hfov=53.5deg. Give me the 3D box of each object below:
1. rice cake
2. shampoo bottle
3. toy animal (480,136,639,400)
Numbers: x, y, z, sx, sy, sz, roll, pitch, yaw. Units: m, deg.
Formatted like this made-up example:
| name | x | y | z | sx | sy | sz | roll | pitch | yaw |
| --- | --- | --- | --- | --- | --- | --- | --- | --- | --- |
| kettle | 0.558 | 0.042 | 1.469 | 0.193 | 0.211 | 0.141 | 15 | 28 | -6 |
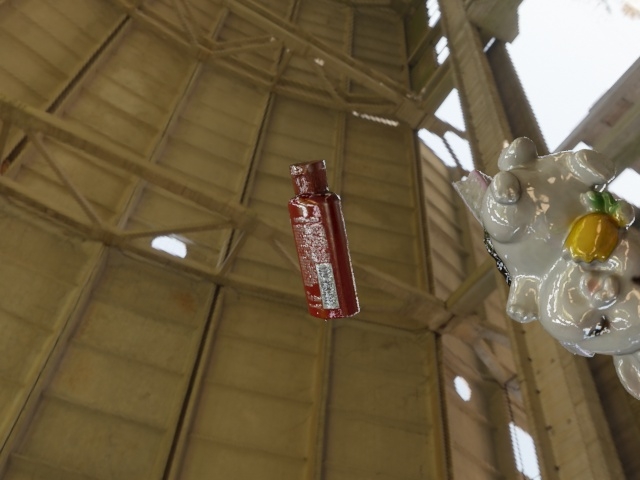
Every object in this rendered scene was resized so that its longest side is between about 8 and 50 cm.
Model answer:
| name | x | y | z | sx | sy | sz | roll | pitch | yaw |
| --- | --- | --- | --- | --- | --- | --- | --- | --- | --- |
| rice cake | 0.299 | 0.016 | 0.945 | 0.072 | 0.056 | 0.365 | 30 | -152 | -42 |
| shampoo bottle | 0.001 | 0.000 | 1.256 | 0.076 | 0.118 | 0.314 | -23 | -73 | -45 |
| toy animal | 0.318 | 0.032 | 0.738 | 0.325 | 0.208 | 0.154 | 36 | 172 | 1 |
